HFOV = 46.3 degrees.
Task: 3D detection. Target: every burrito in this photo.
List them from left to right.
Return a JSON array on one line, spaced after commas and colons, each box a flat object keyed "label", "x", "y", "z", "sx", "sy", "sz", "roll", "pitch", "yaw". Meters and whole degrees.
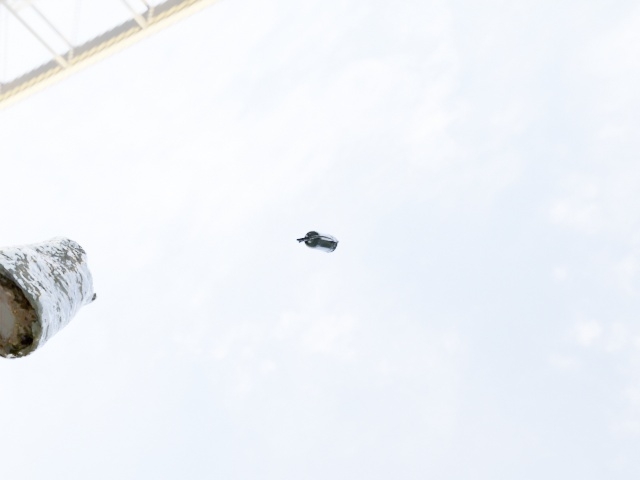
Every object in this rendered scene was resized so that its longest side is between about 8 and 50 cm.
[{"label": "burrito", "x": -0.386, "y": 0.064, "z": 0.988, "sx": 0.105, "sy": 0.143, "sz": 0.299, "roll": -57, "pitch": -174, "yaw": 4}]

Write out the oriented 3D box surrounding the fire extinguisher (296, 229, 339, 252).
[{"label": "fire extinguisher", "x": 0.000, "y": 0.000, "z": 0.993, "sx": 0.038, "sy": 0.083, "sz": 0.025, "roll": -14, "pitch": -101, "yaw": 22}]
